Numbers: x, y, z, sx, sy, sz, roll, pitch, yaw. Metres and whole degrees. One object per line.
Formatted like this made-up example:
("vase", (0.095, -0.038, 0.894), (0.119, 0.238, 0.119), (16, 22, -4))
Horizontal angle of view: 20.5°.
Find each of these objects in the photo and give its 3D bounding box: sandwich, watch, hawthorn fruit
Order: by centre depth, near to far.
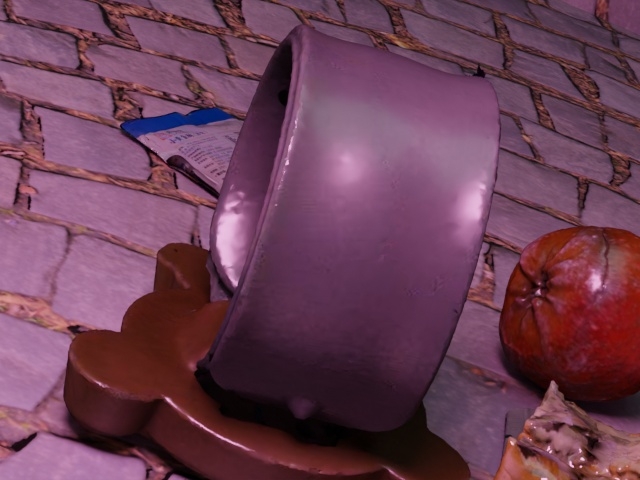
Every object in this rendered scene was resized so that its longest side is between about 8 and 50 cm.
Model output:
("sandwich", (0.214, 0.225, 1.195), (0.227, 0.198, 0.155), (26, 22, 11))
("watch", (0.000, 0.000, 1.340), (0.314, 0.327, 0.335), (18, 22, -9))
("hawthorn fruit", (0.255, 0.069, 1.635), (0.173, 0.173, 0.173), (18, 23, -8))

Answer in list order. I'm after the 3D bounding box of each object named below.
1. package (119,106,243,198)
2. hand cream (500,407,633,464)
("package", (-0.097, -0.091, 1.851), (0.173, 0.027, 0.171), (33, 28, 27))
("hand cream", (0.319, 0.218, 1.504), (0.341, 0.077, 0.124), (15, 23, 3))
